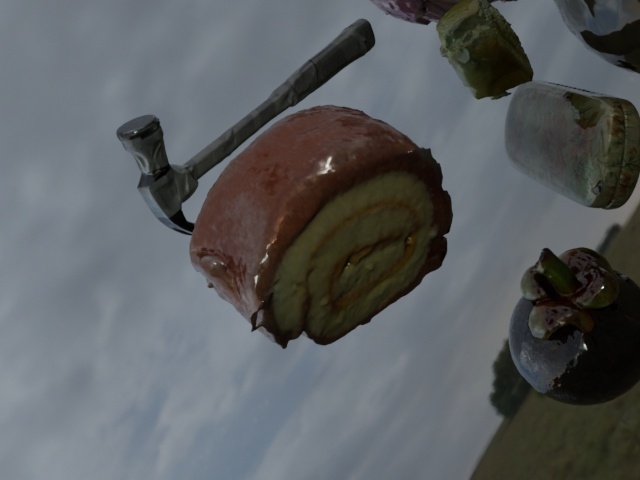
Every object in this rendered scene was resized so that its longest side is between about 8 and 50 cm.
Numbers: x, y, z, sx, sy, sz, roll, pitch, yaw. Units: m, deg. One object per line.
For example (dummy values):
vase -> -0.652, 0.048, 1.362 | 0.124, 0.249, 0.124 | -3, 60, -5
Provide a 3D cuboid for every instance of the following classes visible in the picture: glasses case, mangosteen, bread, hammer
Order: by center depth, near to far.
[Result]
bread -> -0.003, -0.010, 0.838 | 0.244, 0.123, 0.190 | -34, -49, -30
hammer -> -0.056, -0.161, 1.050 | 0.427, 0.044, 0.152 | -47, -54, -37
mangosteen -> 0.334, 0.100, 1.185 | 0.194, 0.194, 0.230 | -47, -49, -38
bread -> 0.231, -0.265, 1.304 | 0.103, 0.156, 0.110 | -35, 9, 23
glasses case -> 0.374, -0.156, 1.405 | 0.425, 0.098, 0.156 | -113, 29, -75

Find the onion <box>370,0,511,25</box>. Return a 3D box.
onion -> 0.186, -0.477, 1.584 | 0.349, 0.159, 0.267 | 24, -107, -37

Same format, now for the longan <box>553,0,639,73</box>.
longan -> 0.526, -0.436, 1.356 | 0.391, 0.391, 0.391 | -53, -18, -25
